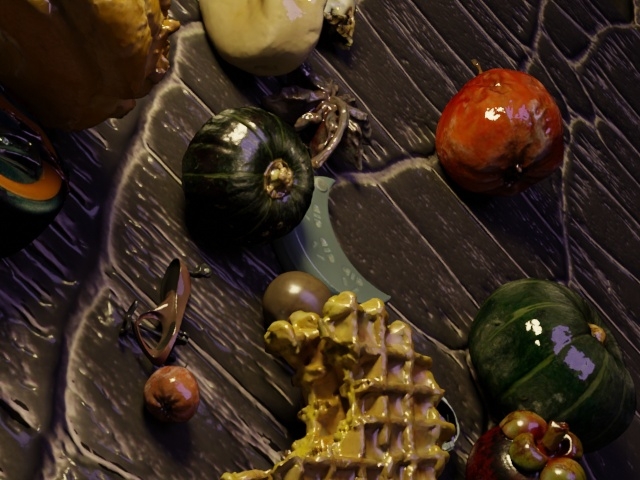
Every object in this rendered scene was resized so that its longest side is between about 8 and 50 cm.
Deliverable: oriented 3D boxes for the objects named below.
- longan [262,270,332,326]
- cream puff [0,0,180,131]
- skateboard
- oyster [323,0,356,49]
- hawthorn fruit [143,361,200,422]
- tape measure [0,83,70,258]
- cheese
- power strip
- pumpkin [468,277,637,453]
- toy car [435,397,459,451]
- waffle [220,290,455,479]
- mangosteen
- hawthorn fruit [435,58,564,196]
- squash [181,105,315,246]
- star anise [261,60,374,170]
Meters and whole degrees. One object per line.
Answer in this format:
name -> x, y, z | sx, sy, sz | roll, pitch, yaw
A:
longan -> -0.030, 0.096, 1.585 | 0.113, 0.092, 0.113 | 28, 55, -49
cream puff -> -0.313, -0.293, 1.371 | 0.327, 0.343, 0.231 | 54, 51, -30
skateboard -> -0.191, 0.083, 1.438 | 0.080, 0.067, 0.151 | 29, 44, -18
oyster -> -0.035, -0.446, 2.066 | 0.214, 0.083, 0.223 | 21, 40, -44
hawthorn fruit -> -0.166, 0.167, 1.385 | 0.067, 0.067, 0.103 | 43, 33, -16
tape measure -> -0.379, -0.084, 1.286 | 0.223, 0.135, 0.202 | 26, 34, -42
cheese -> -0.084, -0.368, 1.829 | 0.117, 0.218, 0.235 | 12, 31, -50
power strip -> 0.000, 0.000, 1.739 | 0.167, 0.054, 0.253 | -9, 68, -54
pumpkin -> 0.361, 0.200, 1.861 | 0.300, 0.207, 0.300 | 40, 19, -17
toy car -> 0.115, 0.266, 1.639 | 0.205, 0.056, 0.095 | -10, 68, -49
waffle -> 0.028, 0.238, 1.445 | 0.261, 0.151, 0.324 | 36, 53, -26
mangosteen -> 0.299, 0.330, 1.680 | 0.200, 0.200, 0.200 | 31, 40, -30
hawthorn fruit -> 0.320, -0.220, 2.158 | 0.242, 0.242, 0.271 | 20, 46, -40
squash -> -0.097, -0.085, 1.599 | 0.193, 0.156, 0.193 | -2, 96, -23
star anise -> 0.007, -0.194, 1.886 | 0.209, 0.089, 0.231 | 9, 42, -37
